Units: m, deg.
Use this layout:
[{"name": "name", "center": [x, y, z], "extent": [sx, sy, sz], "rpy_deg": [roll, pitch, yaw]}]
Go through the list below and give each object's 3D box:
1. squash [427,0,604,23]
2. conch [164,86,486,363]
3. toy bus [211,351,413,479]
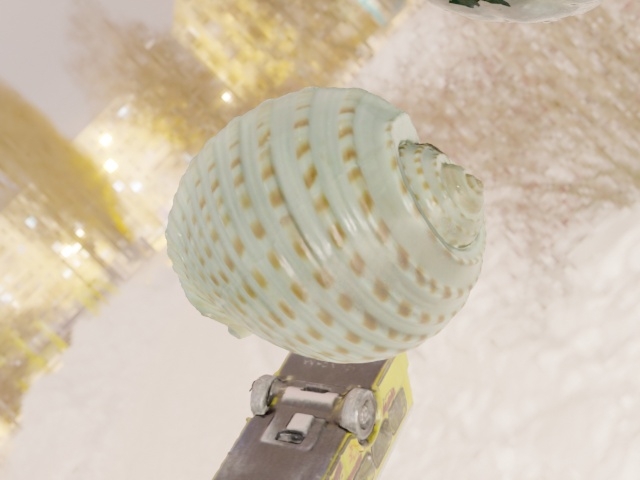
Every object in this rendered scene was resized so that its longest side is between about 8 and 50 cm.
[{"name": "squash", "center": [0.076, -0.200, 0.550], "extent": [0.218, 0.218, 0.172], "rpy_deg": [-42, 11, 31]}, {"name": "conch", "center": [0.001, 0.001, 0.331], "extent": [0.085, 0.076, 0.057], "rpy_deg": [-35, 21, 5]}, {"name": "toy bus", "center": [-0.020, 0.141, 0.723], "extent": [0.081, 0.074, 0.226], "rpy_deg": [5, 40, 24]}]
